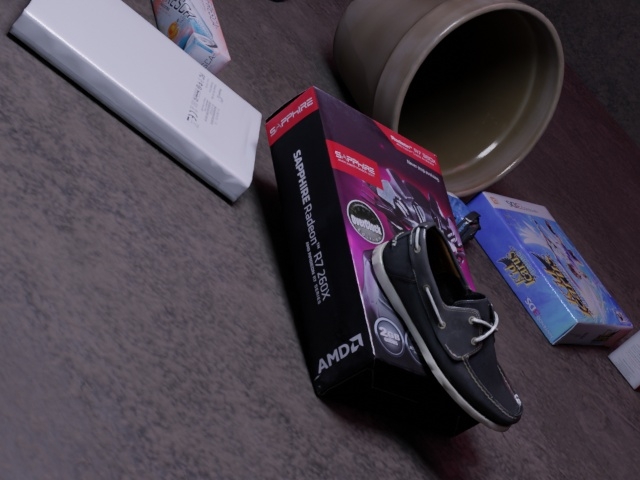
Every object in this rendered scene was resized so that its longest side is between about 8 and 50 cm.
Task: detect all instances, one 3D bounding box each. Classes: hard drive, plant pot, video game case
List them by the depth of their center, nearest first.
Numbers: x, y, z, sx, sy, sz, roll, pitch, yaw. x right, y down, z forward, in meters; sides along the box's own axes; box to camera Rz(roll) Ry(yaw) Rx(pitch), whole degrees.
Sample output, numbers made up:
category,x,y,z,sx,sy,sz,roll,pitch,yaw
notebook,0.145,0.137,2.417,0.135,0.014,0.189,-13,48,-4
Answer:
category,x,y,z,sx,sy,sz,roll,pitch,yaw
hard drive,-0.202,-0.191,1.376,0.307,0.040,0.203,37,24,-18
plant pot,0.171,-0.269,1.857,0.323,0.323,0.280,22,16,-43
video game case,0.369,0.048,1.922,0.244,0.061,0.269,7,44,-54

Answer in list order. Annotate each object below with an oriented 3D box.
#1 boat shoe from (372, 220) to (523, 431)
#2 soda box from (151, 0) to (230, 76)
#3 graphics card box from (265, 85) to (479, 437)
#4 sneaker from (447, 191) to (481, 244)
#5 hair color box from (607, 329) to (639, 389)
category,x,y,z,sx,sy,sz,roll,pitch,yaw
boat shoe,0.143,0.090,1.213,0.233,0.079,0.084,59,30,1
soda box,-0.173,-0.281,1.552,0.063,0.058,0.183,28,28,-37
graphics card box,0.070,0.022,1.341,0.232,0.094,0.371,25,42,-41
sneaker,0.190,-0.034,1.756,0.084,0.058,0.152,46,15,24
hair color box,0.542,0.170,1.909,0.072,0.141,0.043,54,25,19
